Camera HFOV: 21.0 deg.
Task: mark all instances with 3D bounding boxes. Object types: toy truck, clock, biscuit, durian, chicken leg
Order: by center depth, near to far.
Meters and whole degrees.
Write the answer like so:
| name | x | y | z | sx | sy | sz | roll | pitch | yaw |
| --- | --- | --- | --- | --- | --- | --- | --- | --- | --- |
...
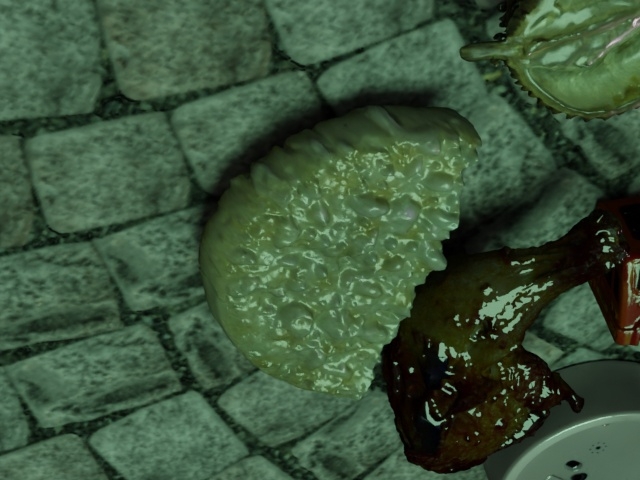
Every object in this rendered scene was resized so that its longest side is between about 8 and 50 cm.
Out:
| name | x | y | z | sx | sy | sz | roll | pitch | yaw |
| --- | --- | --- | --- | --- | --- | --- | --- | --- | --- |
| durian | 0.180 | -0.164 | 1.209 | 0.188 | 0.091 | 0.148 | -22 | 125 | -10 |
| biscuit | 0.000 | 0.000 | 1.333 | 0.179 | 0.084 | 0.281 | 12 | 128 | -20 |
| toy truck | 0.354 | 0.013 | 1.424 | 0.252 | 0.107 | 0.114 | -8 | 126 | -5 |
| chicken leg | 0.140 | 0.089 | 1.428 | 0.177 | 0.083 | 0.322 | 9 | 132 | 1 |
| clock | 0.252 | 0.200 | 1.612 | 0.197 | 0.068 | 0.197 | -8 | 136 | -7 |
